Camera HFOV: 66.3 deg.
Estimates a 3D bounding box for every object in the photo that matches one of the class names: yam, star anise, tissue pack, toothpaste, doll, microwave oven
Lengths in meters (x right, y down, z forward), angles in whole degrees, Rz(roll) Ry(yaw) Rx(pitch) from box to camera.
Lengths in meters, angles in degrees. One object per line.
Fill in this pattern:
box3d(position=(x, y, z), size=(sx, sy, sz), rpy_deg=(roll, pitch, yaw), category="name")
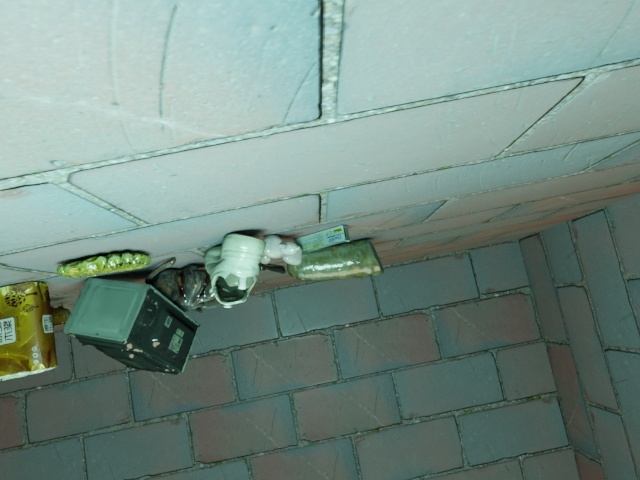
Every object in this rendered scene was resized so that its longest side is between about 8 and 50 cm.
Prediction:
box3d(position=(0.048, 0.071, 1.665), size=(0.330, 0.133, 0.133), rpy_deg=(-7, 172, 1), category="yam")
box3d(position=(-0.402, 0.135, 1.481), size=(0.315, 0.139, 0.359), rpy_deg=(4, 150, -44), category="star anise")
box3d(position=(-0.768, 0.229, 1.222), size=(0.183, 0.226, 0.092), rpy_deg=(-12, 170, 0), category="tissue pack")
box3d(position=(0.000, 0.000, 1.347), size=(0.164, 0.046, 0.034), rpy_deg=(-16, 169, 28), category="toothpaste")
box3d(position=(-0.115, 0.026, 1.291), size=(0.160, 0.059, 0.160), rpy_deg=(1, 168, 19), category="doll")
box3d(position=(-0.520, 0.254, 1.382), size=(0.237, 0.181, 0.295), rpy_deg=(5, 151, 20), category="microwave oven")

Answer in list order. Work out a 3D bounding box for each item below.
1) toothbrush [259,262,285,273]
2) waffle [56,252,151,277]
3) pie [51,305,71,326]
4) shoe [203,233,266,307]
box3d(position=(-0.187, 0.110, 1.897), size=(0.030, 0.030, 0.297), rpy_deg=(-5, 173, 13), category="toothbrush")
box3d(position=(-0.483, 0.056, 1.108), size=(0.183, 0.036, 0.169), rpy_deg=(-10, 174, 1), category="waffle")
box3d(position=(-0.970, 0.250, 1.546), size=(0.257, 0.106, 0.274), rpy_deg=(-3, 172, 5), category="pie")
box3d(position=(-0.222, 0.091, 1.209), size=(0.124, 0.159, 0.316), rpy_deg=(11, 160, -19), category="shoe")
